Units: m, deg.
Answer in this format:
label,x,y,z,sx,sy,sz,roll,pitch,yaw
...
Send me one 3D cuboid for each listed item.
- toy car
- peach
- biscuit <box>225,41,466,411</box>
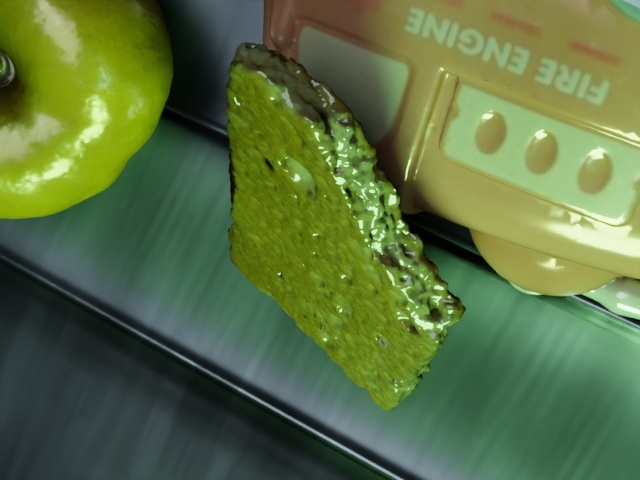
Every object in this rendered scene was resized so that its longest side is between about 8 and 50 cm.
label,x,y,z,sx,sy,sz,roll,pitch,yaw
toy car,0.089,-0.091,0.476,0.271,0.180,0.212,26,110,18
peach,-0.172,-0.103,0.608,0.179,0.103,0.179,0,90,23
biscuit,0.009,0.006,0.487,0.131,0.237,0.026,41,70,11
